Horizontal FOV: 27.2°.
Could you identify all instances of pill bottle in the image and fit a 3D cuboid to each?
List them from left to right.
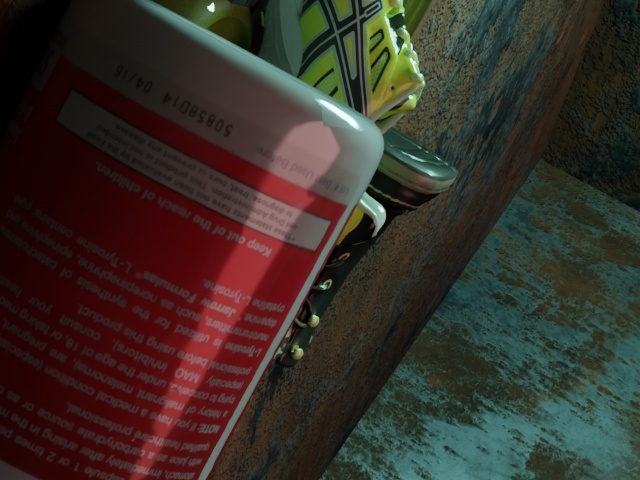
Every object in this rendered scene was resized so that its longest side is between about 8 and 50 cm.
[{"bbox_3d":[-0.146,0.054,0.888,0.407,0.229,0.229,-62,167,6],"label":"pill bottle"}]

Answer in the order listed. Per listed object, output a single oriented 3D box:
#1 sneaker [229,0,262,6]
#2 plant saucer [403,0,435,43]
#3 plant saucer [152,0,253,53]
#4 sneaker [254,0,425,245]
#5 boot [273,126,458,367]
[{"bbox_3d":[0.001,-0.279,0.994,0.276,0.098,0.135,-49,166,-18],"label":"sneaker"},{"bbox_3d":[0.046,-0.204,1.284,0.278,0.041,0.278,-55,-169,17],"label":"plant saucer"},{"bbox_3d":[-0.119,-0.109,1.068,0.241,0.037,0.241,-55,166,-21],"label":"plant saucer"},{"bbox_3d":[0.026,-0.177,1.115,0.145,0.147,0.384,-20,125,-81],"label":"sneaker"},{"bbox_3d":[0.000,0.000,1.403,0.284,0.138,0.377,-58,-167,4],"label":"boot"}]
